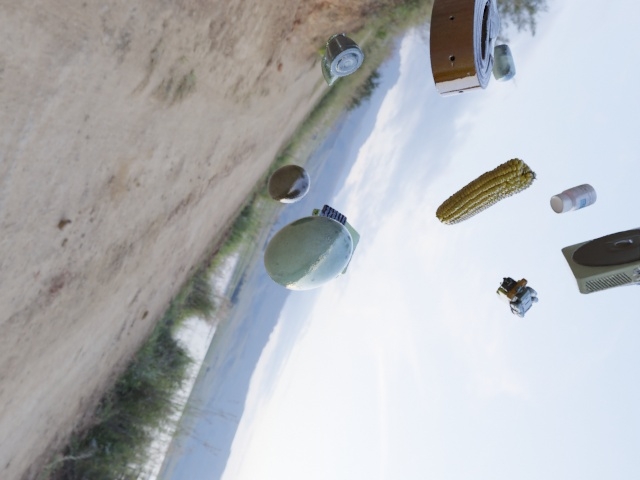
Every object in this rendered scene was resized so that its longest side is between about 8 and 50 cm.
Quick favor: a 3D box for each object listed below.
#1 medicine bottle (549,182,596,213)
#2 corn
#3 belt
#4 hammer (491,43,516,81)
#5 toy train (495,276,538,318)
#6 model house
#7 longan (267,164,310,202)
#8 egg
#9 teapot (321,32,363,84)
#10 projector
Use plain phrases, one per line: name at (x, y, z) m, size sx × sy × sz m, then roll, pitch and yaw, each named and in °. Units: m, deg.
medicine bottle at (0.562, -0.092, 1.135) m, size 0.052 × 0.089 × 0.052 m, roll 162°, pitch -90°, yaw -78°
corn at (0.467, -0.134, 1.486) m, size 0.313 × 0.102 × 0.102 m, roll -33°, pitch -154°, yaw 31°
belt at (0.370, -0.521, 1.295) m, size 0.217 × 0.122 × 0.339 m, roll 48°, pitch 48°, yaw -47°
hammer at (0.544, -0.554, 1.668) m, size 0.194 × 0.069 × 0.116 m, roll -12°, pitch -87°, yaw 59°
toy train at (0.649, 0.180, 1.704) m, size 0.089 × 0.127 × 0.219 m, roll -48°, pitch 146°, yaw -2°
model house at (0.000, 0.000, 1.727) m, size 0.211 × 0.170 × 0.194 m, roll 47°, pitch 64°, yaw -51°
longan at (-0.079, -0.140, 1.261) m, size 0.113 × 0.092 × 0.113 m, roll -23°, pitch -151°, yaw 14°
egg at (-0.030, 0.030, 1.216) m, size 0.236 × 0.169 × 0.169 m, roll -23°, pitch -148°, yaw 28°
teapot at (0.041, -0.481, 1.325) m, size 0.124 × 0.092 × 0.091 m, roll -31°, pitch -114°, yaw 20°
projector at (0.760, 0.047, 1.277) m, size 0.257 × 0.079 × 0.259 m, roll -19°, pitch -171°, yaw 21°
